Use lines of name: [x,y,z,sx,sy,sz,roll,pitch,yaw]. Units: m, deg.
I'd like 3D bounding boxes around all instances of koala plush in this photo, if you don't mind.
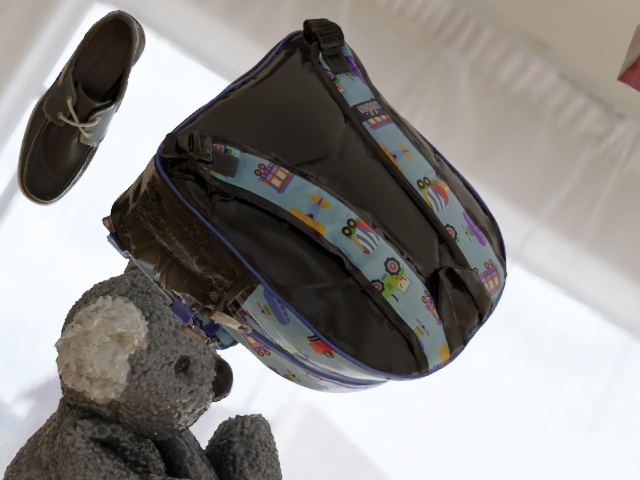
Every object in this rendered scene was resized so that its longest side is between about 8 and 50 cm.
koala plush: [-0.140,0.121,1.136,0.203,0.221,0.196,6,21,11]

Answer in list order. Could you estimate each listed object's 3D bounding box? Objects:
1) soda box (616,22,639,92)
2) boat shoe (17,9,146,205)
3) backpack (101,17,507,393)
soda box: [0.411,-0.236,1.614,0.092,0.083,0.263,27,-27,-5]
boat shoe: [-0.264,-0.145,1.690,0.084,0.233,0.079,28,0,-11]
backpack: [0.000,0.000,0.782,0.173,0.158,0.117,44,-42,0]
